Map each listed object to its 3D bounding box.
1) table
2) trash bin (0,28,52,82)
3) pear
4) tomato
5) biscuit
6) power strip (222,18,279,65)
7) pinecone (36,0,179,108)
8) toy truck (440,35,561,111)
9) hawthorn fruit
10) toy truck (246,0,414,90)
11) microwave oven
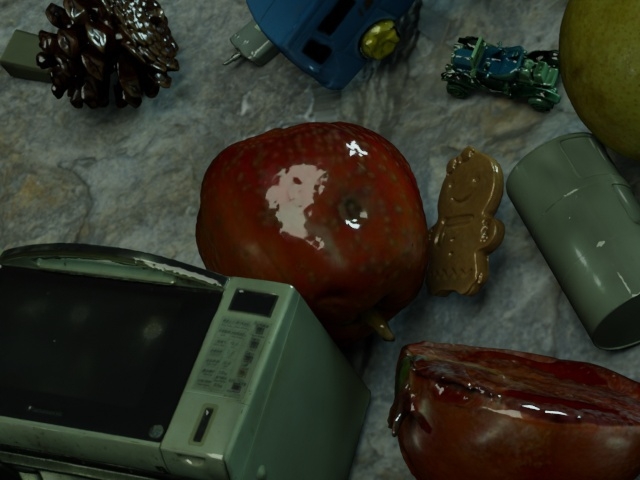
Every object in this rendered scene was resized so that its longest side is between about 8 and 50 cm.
[{"bbox_3d":[0.309,-0.001,1.549,0.126,0.126,0.220,-27,58,5],"label":"table"},{"bbox_3d":[-0.406,-0.262,2.003,0.092,0.043,0.061,16,70,23],"label":"trash bin"},{"bbox_3d":[0.421,-0.237,1.523,0.304,0.304,0.303,-9,61,16],"label":"pear"},{"bbox_3d":[0.203,0.213,1.441,0.309,0.309,0.170,16,101,27],"label":"tomato"},{"bbox_3d":[0.169,-0.020,1.627,0.133,0.027,0.184,14,86,61],"label":"biscuit"},{"bbox_3d":[-0.034,-0.317,1.899,0.253,0.027,0.060,-40,59,-3],"label":"power strip"},{"bbox_3d":[-0.294,-0.264,1.877,0.208,0.207,0.207,-9,61,16],"label":"pinecone"},{"bbox_3d":[0.230,-0.218,1.721,0.154,0.078,0.080,14,71,26],"label":"toy truck"},{"bbox_3d":[0.000,0.000,1.591,0.275,0.275,0.299,-34,67,1],"label":"hawthorn fruit"},{"bbox_3d":[0.069,-0.379,1.751,0.385,0.162,0.161,-51,45,21],"label":"toy truck"},{"bbox_3d":[-0.194,0.189,1.516,0.394,0.333,0.247,6,63,24],"label":"microwave oven"}]
